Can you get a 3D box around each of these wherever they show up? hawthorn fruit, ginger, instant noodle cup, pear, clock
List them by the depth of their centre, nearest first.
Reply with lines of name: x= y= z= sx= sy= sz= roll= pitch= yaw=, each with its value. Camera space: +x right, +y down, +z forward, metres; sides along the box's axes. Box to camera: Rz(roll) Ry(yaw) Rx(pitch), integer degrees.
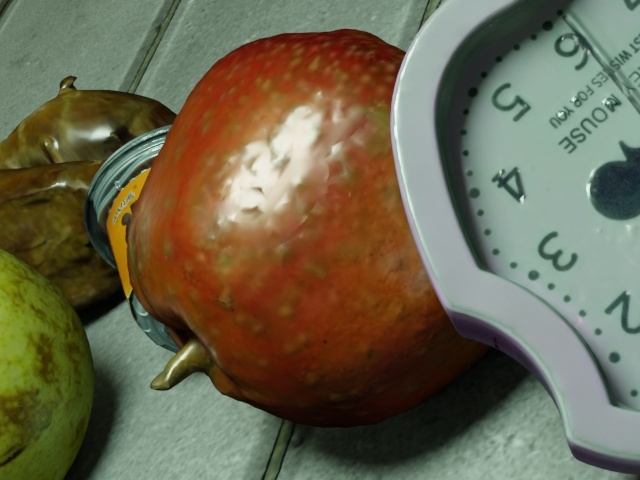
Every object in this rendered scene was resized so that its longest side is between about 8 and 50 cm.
clock: x=0.211 y=-0.038 z=0.958 sx=0.338 sy=0.338 sz=0.102 roll=-43 pitch=-16 yaw=-4
hawthorn fruit: x=0.000 y=0.000 z=1.155 sx=0.300 sy=0.275 sz=0.275 roll=-44 pitch=28 yaw=-9
instant noodle cup: x=-0.095 y=0.011 z=1.371 sx=0.178 sy=0.208 sz=0.125 roll=-3 pitch=44 yaw=-12
pear: x=-0.323 y=0.119 z=1.377 sx=0.284 sy=0.283 sz=0.283 roll=-31 pitch=30 yaw=20
ginger: x=-0.288 y=-0.011 z=1.624 sx=0.418 sy=0.176 sz=0.254 roll=-27 pitch=27 yaw=16
